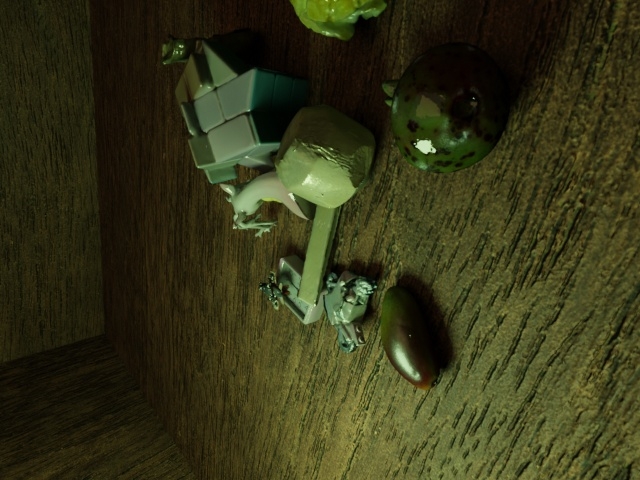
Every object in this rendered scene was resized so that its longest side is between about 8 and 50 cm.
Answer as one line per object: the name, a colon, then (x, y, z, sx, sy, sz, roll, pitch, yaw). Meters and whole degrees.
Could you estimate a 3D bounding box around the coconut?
coconut: (0.023, -0.205, 1.105, 0.245, 0.247, 0.245, -51, 25, 35)

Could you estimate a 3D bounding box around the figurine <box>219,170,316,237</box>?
figurine: (-0.167, -0.116, 1.362, 0.315, 0.284, 0.207, -3, 90, 22)

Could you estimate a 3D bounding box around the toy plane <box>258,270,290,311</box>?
toy plane: (-0.171, 0.161, 1.440, 0.188, 0.062, 0.135, 8, 106, 46)

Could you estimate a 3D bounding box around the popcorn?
popcorn: (0.050, -0.626, 0.996, 0.277, 0.276, 0.226, 57, 171, 22)

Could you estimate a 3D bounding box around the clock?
clock: (-0.068, 0.160, 1.422, 0.197, 0.063, 0.150, 41, 126, 34)

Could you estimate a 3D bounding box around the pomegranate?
pomegranate: (0.232, -0.257, 0.887, 0.306, 0.242, 0.243, -167, 70, -67)

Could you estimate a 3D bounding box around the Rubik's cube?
Rubik's cube: (-0.227, -0.372, 1.265, 0.367, 0.387, 0.359, -13, 94, 31)

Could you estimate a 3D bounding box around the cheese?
cheese: (0.003, 0.000, 1.282, 0.085, 0.034, 0.401, 20, 104, 38)

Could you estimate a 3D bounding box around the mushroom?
mushroom: (-0.327, -0.572, 1.380, 0.217, 0.292, 0.212, 11, 110, 32)

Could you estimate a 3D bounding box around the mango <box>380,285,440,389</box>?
mango: (0.216, 0.246, 1.095, 0.133, 0.111, 0.268, -38, 66, 58)

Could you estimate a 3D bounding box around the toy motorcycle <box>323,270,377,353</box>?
toy motorcycle: (0.092, 0.177, 1.214, 0.204, 0.108, 0.239, -40, 69, 45)
